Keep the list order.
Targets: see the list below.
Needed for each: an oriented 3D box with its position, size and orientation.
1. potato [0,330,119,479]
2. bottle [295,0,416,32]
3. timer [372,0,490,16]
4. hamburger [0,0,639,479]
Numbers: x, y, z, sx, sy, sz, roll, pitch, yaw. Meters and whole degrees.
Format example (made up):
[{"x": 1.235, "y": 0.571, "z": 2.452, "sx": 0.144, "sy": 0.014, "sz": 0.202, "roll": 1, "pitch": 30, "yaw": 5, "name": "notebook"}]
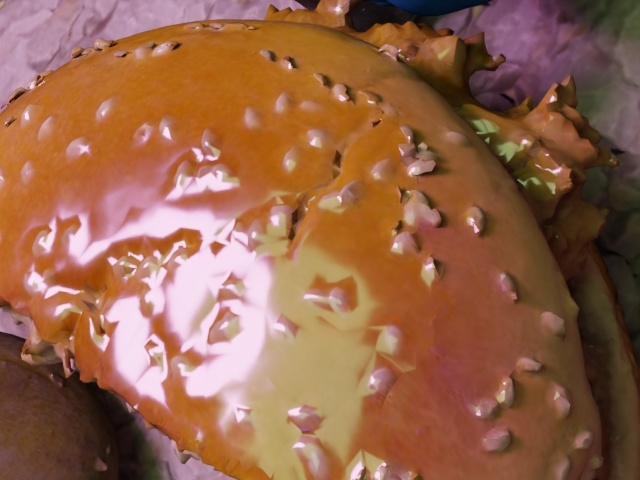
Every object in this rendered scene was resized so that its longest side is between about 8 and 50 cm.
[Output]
[{"x": -0.243, "y": 0.138, "z": 1.100, "sx": 0.235, "sy": 0.160, "sz": 0.178, "roll": 6, "pitch": 79, "yaw": 10, "name": "potato"}, {"x": -0.019, "y": -0.189, "z": 0.997, "sx": 0.083, "sy": 0.269, "sz": 0.083, "roll": -7, "pitch": 75, "yaw": 28, "name": "bottle"}, {"x": 0.032, "y": -0.304, "z": 0.940, "sx": 0.115, "sy": 0.309, "sz": 0.340, "roll": -14, "pitch": 38, "yaw": 26, "name": "timer"}, {"x": 0.000, "y": 0.000, "z": 0.950, "sx": 0.445, "sy": 0.268, "sz": 0.287, "roll": 26, "pitch": 87, "yaw": 33, "name": "hamburger"}]
